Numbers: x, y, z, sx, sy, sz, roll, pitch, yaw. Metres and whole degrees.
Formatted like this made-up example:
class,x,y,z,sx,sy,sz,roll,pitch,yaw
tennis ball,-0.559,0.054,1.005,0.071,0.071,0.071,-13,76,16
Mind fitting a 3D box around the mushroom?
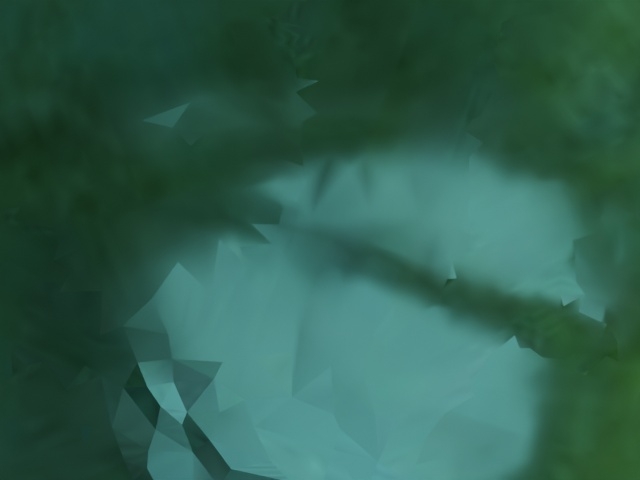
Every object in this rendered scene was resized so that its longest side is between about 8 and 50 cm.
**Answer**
class,x,y,z,sx,sy,sz,roll,pitch,yaw
mushroom,0.000,0.000,0.619,0.352,0.260,0.352,0,96,4
